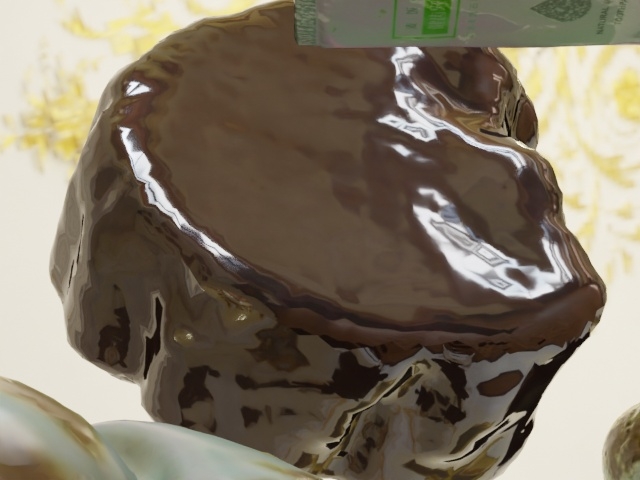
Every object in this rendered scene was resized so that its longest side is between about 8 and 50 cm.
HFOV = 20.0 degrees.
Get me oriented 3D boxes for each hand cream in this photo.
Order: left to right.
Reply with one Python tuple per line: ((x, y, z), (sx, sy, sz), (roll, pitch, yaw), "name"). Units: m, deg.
((0.123, -0.130, 0.977), (0.050, 0.275, 0.079), (-91, 1, -53), "hand cream")

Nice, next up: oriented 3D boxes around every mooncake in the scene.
((0.000, 0.000, 1.247), (0.350, 0.212, 0.381), (18, -142, -4), "mooncake")

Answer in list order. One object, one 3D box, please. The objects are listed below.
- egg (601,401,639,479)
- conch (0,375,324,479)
((0.308, 0.189, 1.305), (0.169, 0.231, 0.169), (-38, -39, -39), "egg")
((-0.105, 0.152, 0.701), (0.249, 0.197, 0.368), (-44, -44, -3), "conch")
